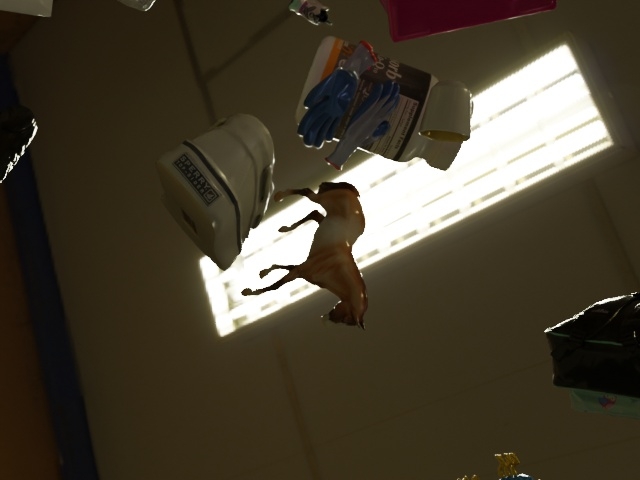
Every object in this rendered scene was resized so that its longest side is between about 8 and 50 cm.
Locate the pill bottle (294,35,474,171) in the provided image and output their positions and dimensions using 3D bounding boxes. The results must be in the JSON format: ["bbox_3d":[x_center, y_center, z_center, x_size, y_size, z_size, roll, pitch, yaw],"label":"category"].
[{"bbox_3d":[0.108,-0.227,1.273,0.278,0.162,0.162,20,-75,-4],"label":"pill bottle"}]

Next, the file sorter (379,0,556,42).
[{"bbox_3d":[0.150,-0.423,0.878,0.182,0.202,0.291,-103,-179,-52],"label":"file sorter"}]

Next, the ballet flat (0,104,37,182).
[{"bbox_3d":[-0.330,-0.072,0.735,0.057,0.173,0.049,26,-47,-4],"label":"ballet flat"}]

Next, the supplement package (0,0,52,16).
[{"bbox_3d":[-0.493,-0.430,0.977,0.262,0.199,0.198,29,-67,37],"label":"supplement package"}]

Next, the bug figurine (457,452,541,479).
[{"bbox_3d":[0.311,0.453,1.127,0.279,0.216,0.072,58,-47,48],"label":"bug figurine"}]

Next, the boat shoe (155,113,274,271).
[{"bbox_3d":[-0.086,-0.044,0.656,0.088,0.267,0.096,-40,-96,-12],"label":"boat shoe"}]

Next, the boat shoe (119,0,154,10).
[{"bbox_3d":[-0.167,-0.325,0.760,0.066,0.063,0.184,11,-94,26],"label":"boat shoe"}]

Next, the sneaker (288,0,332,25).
[{"bbox_3d":[-0.009,-0.355,1.146,0.069,0.098,0.038,34,-58,-9],"label":"sneaker"}]

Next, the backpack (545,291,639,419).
[{"bbox_3d":[0.402,0.143,0.959,0.165,0.188,0.145,-5,-73,44],"label":"backpack"}]

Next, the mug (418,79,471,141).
[{"bbox_3d":[0.148,-0.155,0.896,0.078,0.062,0.064,4,-95,60],"label":"mug"}]

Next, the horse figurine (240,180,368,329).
[{"bbox_3d":[0.000,0.000,1.022,0.174,0.066,0.263,-4,-131,27],"label":"horse figurine"}]

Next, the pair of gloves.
[{"bbox_3d":[0.046,-0.180,1.055,0.023,0.198,0.159,39,-88,31],"label":"pair of gloves"}]
